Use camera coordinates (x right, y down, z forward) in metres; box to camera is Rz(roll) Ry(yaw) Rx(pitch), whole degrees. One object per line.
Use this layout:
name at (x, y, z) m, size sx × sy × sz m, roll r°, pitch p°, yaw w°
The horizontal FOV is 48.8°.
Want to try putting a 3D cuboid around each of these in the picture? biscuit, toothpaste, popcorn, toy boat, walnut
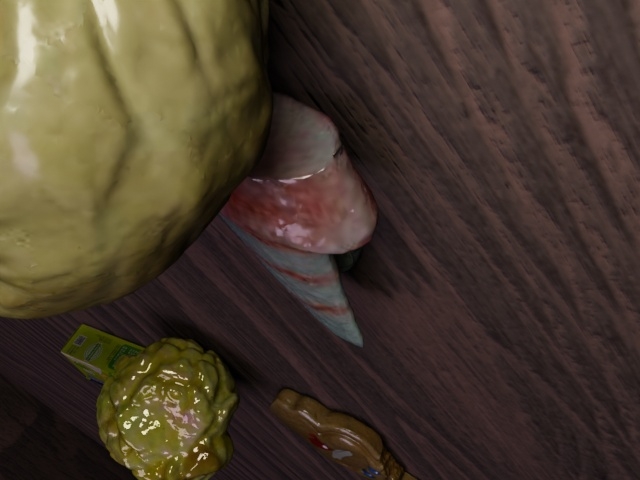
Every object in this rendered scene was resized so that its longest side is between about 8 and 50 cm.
biscuit at (0.057, 0.347, 1.155) m, size 0.320 × 0.047 × 0.183 m, roll 42°, pitch 153°, yaw -21°
toothpaste at (-0.363, 0.261, 1.393) m, size 0.328 × 0.077 × 0.110 m, roll 13°, pitch 144°, yaw 31°
popcorn at (-0.241, 0.283, 1.156) m, size 0.259 × 0.259 × 0.212 m, roll 35°, pitch -172°, yaw -5°
toy boat at (-0.025, 0.000, 0.631) m, size 0.206 × 0.096 × 0.282 m, roll 20°, pitch 151°, yaw 31°
walnut at (-0.165, -0.108, 0.417) m, size 0.282 × 0.253 × 0.277 m, roll 45°, pitch 144°, yaw -5°

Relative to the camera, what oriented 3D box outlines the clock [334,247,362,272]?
clock at (0.000, 0.000, 0.686) m, size 0.085 × 0.017 × 0.085 m, roll 24°, pitch 151°, yaw 14°
